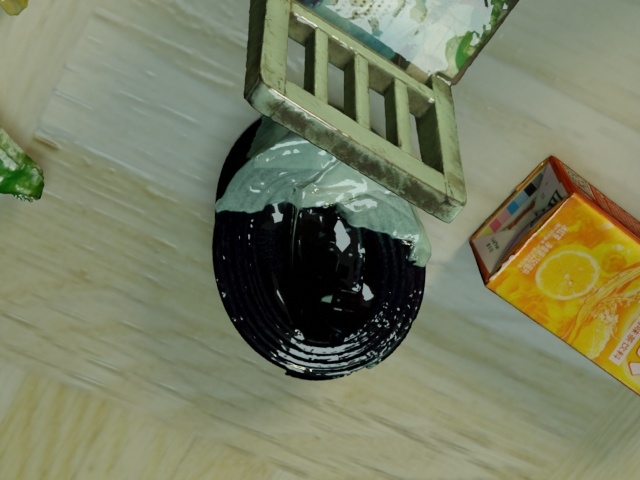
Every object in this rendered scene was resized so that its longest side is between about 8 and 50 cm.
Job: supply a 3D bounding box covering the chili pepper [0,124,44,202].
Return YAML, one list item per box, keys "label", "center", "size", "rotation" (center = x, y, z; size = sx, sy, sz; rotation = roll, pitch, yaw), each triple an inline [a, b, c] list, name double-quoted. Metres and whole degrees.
- label: "chili pepper"
  center: [-0.255, -0.107, 0.874]
  size: [0.088, 0.059, 0.227]
  rotation: [-35, 118, 9]

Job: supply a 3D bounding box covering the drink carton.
- label: "drink carton"
  center: [0.224, 0.042, 0.985]
  size: [0.223, 0.071, 0.096]
  rotation: [35, 110, -21]

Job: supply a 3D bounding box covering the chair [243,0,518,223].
- label: "chair"
  center: [0.048, -0.156, 0.747]
  size: [0.136, 0.270, 0.147]
  rotation: [30, 114, -18]

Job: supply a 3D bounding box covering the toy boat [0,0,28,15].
- label: "toy boat"
  center: [-0.234, -0.211, 0.815]
  size: [0.066, 0.065, 0.172]
  rotation: [-27, 116, 37]

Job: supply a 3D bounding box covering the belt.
- label: "belt"
  center: [0.000, 0.000, 0.941]
  size: [0.151, 0.078, 0.198]
  rotation: [-9, 118, 3]
